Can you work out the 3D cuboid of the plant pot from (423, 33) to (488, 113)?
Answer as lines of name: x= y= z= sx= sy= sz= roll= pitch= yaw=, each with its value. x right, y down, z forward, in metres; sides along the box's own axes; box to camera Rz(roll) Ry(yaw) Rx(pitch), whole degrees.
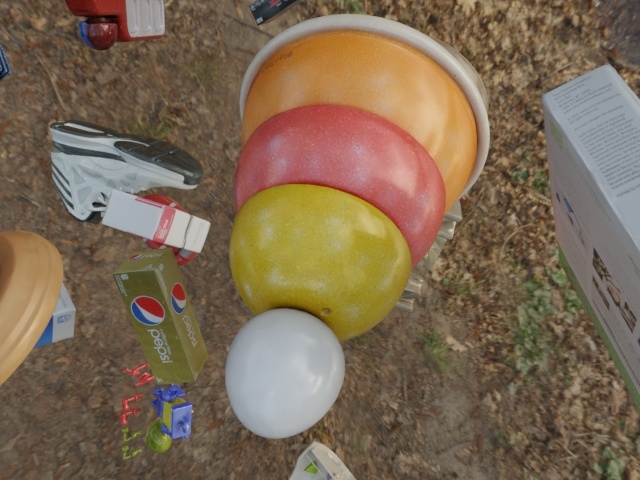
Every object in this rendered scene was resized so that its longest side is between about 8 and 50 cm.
plant pot: x=0.158 y=-0.225 z=0.973 sx=0.237 sy=0.237 sz=0.110 roll=34 pitch=68 yaw=5

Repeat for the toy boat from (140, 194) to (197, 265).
toy boat: x=-0.456 y=-0.036 z=1.629 sx=0.231 sy=0.151 sz=0.151 roll=39 pitch=93 yaw=11

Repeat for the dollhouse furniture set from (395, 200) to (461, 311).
dollhouse furniture set: x=0.191 y=-0.041 z=1.783 sx=0.393 sy=0.256 sz=0.362 roll=20 pitch=120 yaw=-1

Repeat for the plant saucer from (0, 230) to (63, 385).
plant saucer: x=-0.323 y=0.067 z=0.498 sx=0.199 sy=0.037 sz=0.200 roll=-15 pitch=48 yaw=17

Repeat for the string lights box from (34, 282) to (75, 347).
string lights box: x=-0.519 y=0.112 z=0.833 sx=0.259 sy=0.077 sz=0.133 roll=-15 pitch=54 yaw=-39

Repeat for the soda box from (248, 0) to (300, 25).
soda box: x=-0.091 y=-0.588 z=1.369 sx=0.168 sy=0.060 sz=0.053 roll=-15 pitch=107 yaw=37

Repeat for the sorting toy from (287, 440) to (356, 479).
sorting toy: x=-0.003 y=0.276 z=0.619 sx=0.075 sy=0.045 sz=0.083 roll=-43 pitch=73 yaw=3

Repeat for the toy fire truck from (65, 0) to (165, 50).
toy fire truck: x=-0.284 y=-0.399 z=0.773 sx=0.169 sy=0.302 sz=0.254 roll=2 pitch=113 yaw=3

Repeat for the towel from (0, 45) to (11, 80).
towel: x=-0.690 y=-0.365 z=1.183 sx=0.029 sy=0.119 sz=0.067 roll=-20 pitch=97 yaw=-45

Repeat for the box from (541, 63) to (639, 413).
box: x=0.265 y=0.045 z=0.463 sx=0.058 sy=0.322 sz=0.232 roll=-23 pitch=59 yaw=12

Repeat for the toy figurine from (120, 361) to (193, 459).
toy figurine: x=-0.492 y=0.572 z=1.767 sx=0.217 sy=0.191 sz=0.363 roll=21 pitch=109 yaw=42

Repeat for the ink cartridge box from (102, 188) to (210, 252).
ink cartridge box: x=-0.398 y=-0.044 z=1.388 sx=0.158 sy=0.218 sz=0.092 roll=17 pitch=88 yaw=20

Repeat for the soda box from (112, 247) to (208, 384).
soda box: x=-0.209 y=0.104 z=0.754 sx=0.061 sy=0.058 sz=0.181 roll=-6 pitch=117 yaw=12

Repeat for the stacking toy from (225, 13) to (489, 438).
stacking toy: x=0.000 y=0.000 z=0.668 sx=0.350 sy=0.351 sz=0.480 roll=19 pitch=53 yaw=2

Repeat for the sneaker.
sneaker: x=-0.541 y=-0.157 z=1.560 sx=0.447 sy=0.169 sz=0.258 roll=17 pitch=112 yaw=10
